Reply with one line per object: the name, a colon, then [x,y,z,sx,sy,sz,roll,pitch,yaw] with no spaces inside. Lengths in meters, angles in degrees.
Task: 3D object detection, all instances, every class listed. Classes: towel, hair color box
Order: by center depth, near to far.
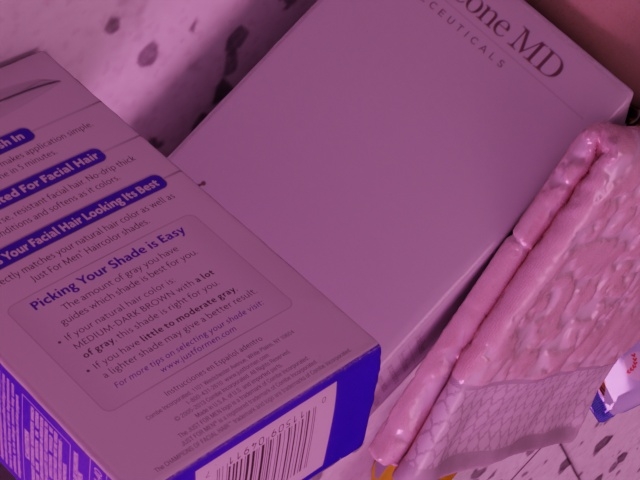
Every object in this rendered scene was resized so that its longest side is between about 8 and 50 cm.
hair color box: [-0.147,0.038,1.012,0.185,0.339,0.110,-29,147,-32]
towel: [0.207,0.051,1.299,0.332,0.053,0.317,1,126,-59]

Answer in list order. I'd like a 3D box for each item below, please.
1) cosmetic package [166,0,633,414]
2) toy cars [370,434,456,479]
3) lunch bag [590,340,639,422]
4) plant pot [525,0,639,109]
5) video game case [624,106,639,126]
cosmetic package: [0.000,0.000,1.252,0.453,0.230,0.161,-47,169,-5]
toy cars: [0.102,0.312,1.944,0.176,0.087,0.394,-30,149,-23]
lunch bag: [0.375,-0.046,1.618,0.328,0.239,0.385,-27,-170,25]
plant pot: [0.220,-0.263,1.273,0.284,0.191,0.284,21,90,-82]
video game case: [0.156,-0.063,1.408,0.269,0.244,0.061,-43,151,-12]
